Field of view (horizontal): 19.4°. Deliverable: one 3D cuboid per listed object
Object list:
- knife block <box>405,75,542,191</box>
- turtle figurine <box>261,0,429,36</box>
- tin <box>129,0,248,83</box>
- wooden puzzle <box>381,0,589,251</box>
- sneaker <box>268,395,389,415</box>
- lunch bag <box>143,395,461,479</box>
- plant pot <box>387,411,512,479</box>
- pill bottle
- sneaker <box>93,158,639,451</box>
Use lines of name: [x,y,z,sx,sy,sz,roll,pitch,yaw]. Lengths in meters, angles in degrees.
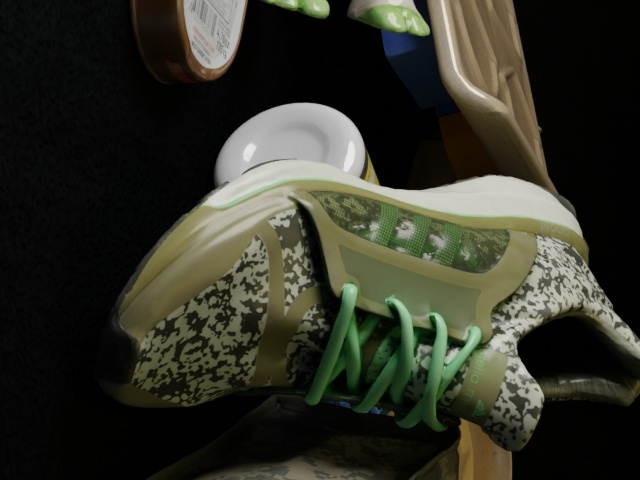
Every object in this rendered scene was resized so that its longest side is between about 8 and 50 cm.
knife block: [0.123,-0.037,1.625,0.276,0.088,0.242,-22,112,-67]
turtle figurine: [0.064,-0.268,1.226,0.198,0.275,0.266,-13,119,-67]
tin: [-0.073,-0.188,1.161,0.106,0.040,0.189,52,45,-66]
wooden puzzle: [0.106,-0.176,1.494,0.322,0.080,0.347,48,26,-61]
sneaker: [0.025,0.105,1.341,0.069,0.082,0.209,51,53,-26]
lunch bag: [-0.031,0.251,1.145,0.287,0.169,0.235,-28,122,-58]
plant pot: [0.059,0.167,1.439,0.236,0.032,0.236,11,74,-43]
pill bottle: [0.000,0.000,1.277,0.184,0.103,0.103,67,32,-48]
sneaker: [0.057,0.055,1.145,0.410,0.182,0.158,-7,126,-39]
